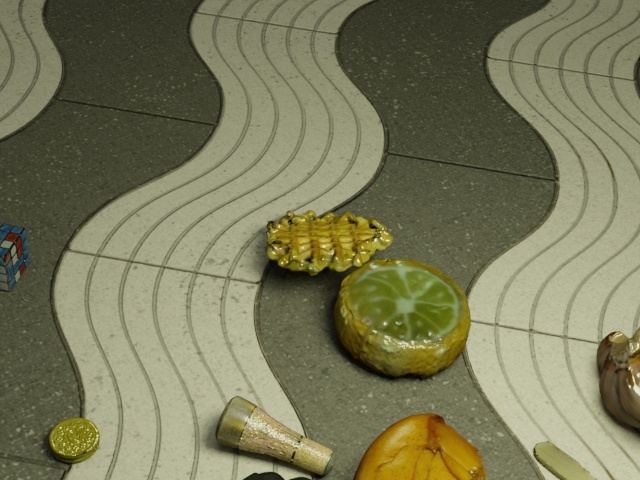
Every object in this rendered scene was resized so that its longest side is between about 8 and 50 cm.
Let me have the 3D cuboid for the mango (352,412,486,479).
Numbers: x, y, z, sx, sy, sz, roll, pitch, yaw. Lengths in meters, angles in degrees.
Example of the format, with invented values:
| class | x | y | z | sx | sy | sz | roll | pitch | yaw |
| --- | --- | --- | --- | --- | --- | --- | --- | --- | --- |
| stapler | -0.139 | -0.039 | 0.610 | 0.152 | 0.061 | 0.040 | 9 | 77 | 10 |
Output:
| class | x | y | z | sx | sy | sz | roll | pitch | yaw |
| --- | --- | --- | --- | --- | --- | --- | --- | --- | --- |
| mango | 0.147 | 0.392 | 1.519 | 0.199 | 0.201 | 0.350 | -25 | 9 | 20 |

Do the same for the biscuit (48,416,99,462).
| class | x | y | z | sx | sy | sz | roll | pitch | yaw |
| --- | --- | --- | --- | --- | --- | --- | --- | --- | --- |
| biscuit | -0.406 | 0.329 | 1.691 | 0.084 | 0.023 | 0.084 | 4 | 41 | -3 |

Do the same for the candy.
| class | x | y | z | sx | sy | sz | roll | pitch | yaw |
| --- | --- | --- | --- | --- | --- | --- | --- | --- | --- |
| candy | 0.153 | 0.143 | 1.907 | 0.259 | 0.118 | 0.260 | 7 | 42 | -6 |

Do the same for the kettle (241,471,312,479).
| class | x | y | z | sx | sy | sz | roll | pitch | yaw |
| --- | --- | --- | --- | --- | --- | --- | --- | --- | --- |
| kettle | -0.003 | 0.466 | 1.408 | 0.308 | 0.262 | 0.203 | 34 | 8 | 30 |

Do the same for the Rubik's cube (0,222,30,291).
| class | x | y | z | sx | sy | sz | roll | pitch | yaw |
| --- | --- | --- | --- | --- | --- | --- | --- | --- | --- |
| Rubik's cube | -0.620 | 0.028 | 1.955 | 0.092 | 0.092 | 0.092 | 11 | 41 | 6 |

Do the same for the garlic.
| class | x | y | z | sx | sy | sz | roll | pitch | yaw |
| --- | --- | --- | --- | --- | --- | --- | --- | --- | --- |
| garlic | 0.565 | 0.251 | 1.801 | 0.191 | 0.214 | 0.160 | 41 | 73 | -5 |

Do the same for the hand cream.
| class | x | y | z | sx | sy | sz | roll | pitch | yaw |
| --- | --- | --- | --- | --- | --- | --- | --- | --- | --- |
| hand cream | -0.070 | 0.330 | 1.694 | 0.203 | 0.084 | 0.084 | 21 | 43 | 9 |

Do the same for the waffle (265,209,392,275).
| class | x | y | z | sx | sy | sz | roll | pitch | yaw |
| --- | --- | --- | --- | --- | --- | --- | --- | --- | --- |
| waffle | 0.000 | -0.003 | 2.024 | 0.280 | 0.060 | 0.262 | 16 | 26 | 39 |

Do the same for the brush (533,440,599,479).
| class | x | y | z | sx | sy | sz | roll | pitch | yaw |
| --- | --- | --- | --- | --- | --- | --- | --- | --- | --- |
| brush | 0.483 | 0.439 | 1.675 | 0.085 | 0.020 | 0.336 | -27 | 50 | -32 |
